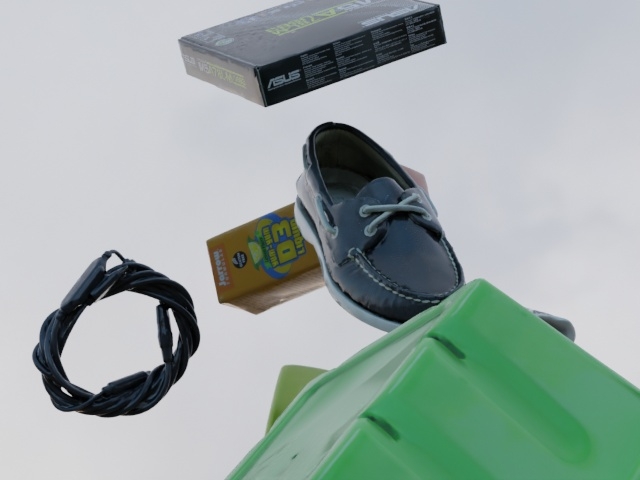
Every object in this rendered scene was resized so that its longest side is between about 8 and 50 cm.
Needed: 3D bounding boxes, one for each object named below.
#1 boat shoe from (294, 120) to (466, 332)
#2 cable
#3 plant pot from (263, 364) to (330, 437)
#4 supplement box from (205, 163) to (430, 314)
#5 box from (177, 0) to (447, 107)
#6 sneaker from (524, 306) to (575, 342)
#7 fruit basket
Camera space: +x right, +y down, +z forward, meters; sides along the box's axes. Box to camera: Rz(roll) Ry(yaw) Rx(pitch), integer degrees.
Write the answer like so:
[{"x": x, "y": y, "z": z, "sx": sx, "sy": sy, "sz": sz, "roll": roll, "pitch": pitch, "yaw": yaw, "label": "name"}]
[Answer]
[{"x": 0.047, "y": -0.014, "z": 1.541, "sx": 0.114, "sy": 0.302, "sz": 0.091, "roll": -8, "pitch": -63, "yaw": -23, "label": "boat shoe"}, {"x": -0.214, "y": 0.111, "z": 1.853, "sx": 0.150, "sy": 0.184, "sz": 0.047, "roll": 38, "pitch": -24, "yaw": -11, "label": "cable"}, {"x": 0.047, "y": 0.283, "z": 1.847, "sx": 0.207, "sy": 0.228, "sz": 0.227, "roll": 4, "pitch": -61, "yaw": 6, "label": "plant pot"}, {"x": 0.000, "y": 0.000, "z": 1.805, "sx": 0.233, "sy": 0.078, "sz": 0.080, "roll": -24, "pitch": -20, "yaw": 27, "label": "supplement box"}, {"x": -0.011, "y": -0.184, "z": 1.632, "sx": 0.191, "sy": 0.184, "sz": 0.045, "roll": -21, "pitch": -70, "yaw": -20, "label": "box"}, {"x": 0.155, "y": 0.102, "z": 1.686, "sx": 0.095, "sy": 0.090, "sz": 0.235, "roll": -2, "pitch": 9, "yaw": 34, "label": "sneaker"}, {"x": 0.103, "y": 0.248, "z": 0.951, "sx": 0.392, "sy": 0.392, "sz": 0.283, "roll": 25, "pitch": -41, "yaw": -29, "label": "fruit basket"}]
